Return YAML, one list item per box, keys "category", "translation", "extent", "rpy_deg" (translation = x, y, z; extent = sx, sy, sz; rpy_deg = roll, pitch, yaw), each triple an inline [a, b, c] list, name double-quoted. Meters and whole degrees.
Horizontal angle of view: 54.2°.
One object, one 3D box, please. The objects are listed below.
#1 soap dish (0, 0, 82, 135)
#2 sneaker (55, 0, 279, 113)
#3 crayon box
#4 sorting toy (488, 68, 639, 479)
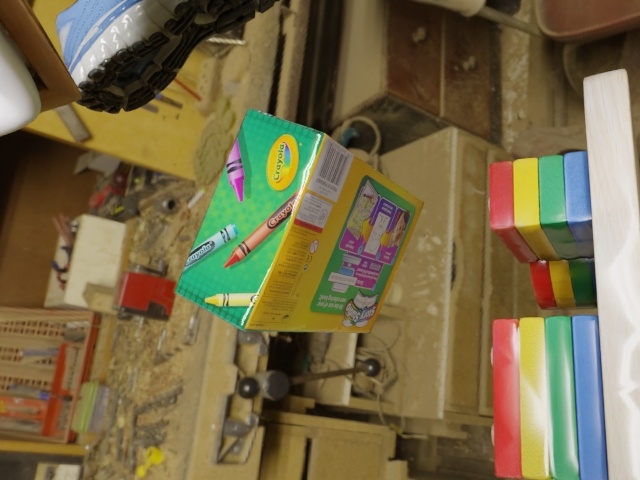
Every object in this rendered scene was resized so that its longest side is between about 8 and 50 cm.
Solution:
- category: "soap dish"
  translation: [-0.313, -0.133, 0.323]
  extent: [0.290, 0.229, 0.118]
  rpy_deg: [-16, 53, 1]
- category: "sneaker"
  translation: [-0.151, -0.281, 0.641]
  extent: [0.330, 0.130, 0.147]
  rpy_deg: [-33, 76, 11]
- category: "crayon box"
  translation: [0.000, 0.000, 0.611]
  extent: [0.081, 0.278, 0.166]
  rpy_deg: [24, 92, 26]
- category: "sorting toy"
  translation: [0.189, 0.060, 0.448]
  extent: [0.089, 0.255, 0.257]
  rpy_deg: [-6, 72, 28]
